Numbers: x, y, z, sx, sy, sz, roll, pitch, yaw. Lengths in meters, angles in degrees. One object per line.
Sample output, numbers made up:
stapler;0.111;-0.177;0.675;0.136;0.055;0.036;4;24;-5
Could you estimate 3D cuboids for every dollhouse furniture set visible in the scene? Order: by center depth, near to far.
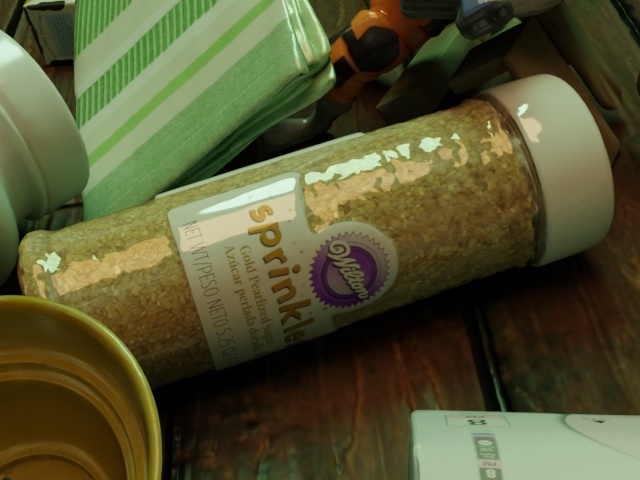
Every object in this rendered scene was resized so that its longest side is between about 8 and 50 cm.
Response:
dollhouse furniture set;0.149;-0.109;0.763;0.151;0.123;0.144;-21;26;47

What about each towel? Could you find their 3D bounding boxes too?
towel;-0.110;-0.175;0.747;0.248;0.038;0.324;-34;51;28

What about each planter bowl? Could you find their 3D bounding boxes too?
planter bowl;-0.170;0.144;0.487;0.217;0.090;0.217;-7;56;10

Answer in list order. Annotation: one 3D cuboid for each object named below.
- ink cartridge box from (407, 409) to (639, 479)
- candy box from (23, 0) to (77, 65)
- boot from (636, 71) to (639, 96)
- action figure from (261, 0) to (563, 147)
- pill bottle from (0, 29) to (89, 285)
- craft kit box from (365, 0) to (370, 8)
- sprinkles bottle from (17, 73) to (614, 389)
ink cartridge box;0.132;0.116;0.383;0.189;0.232;0.066;1;87;4
candy box;-0.159;-0.256;0.959;0.233;0.071;0.159;-4;42;9
boot;0.377;-0.070;0.617;0.283;0.109;0.220;-10;47;-13
action figure;0.089;-0.247;0.712;0.330;0.178;0.341;-15;62;40
pill bottle;-0.322;-0.001;0.603;0.188;0.188;0.334;27;53;35
craft kit box;0.040;-0.372;0.915;0.061;0.246;0.250;-11;42;-5
sprinkles bottle;0.000;0.000;0.603;0.355;0.121;0.121;-18;42;-7
